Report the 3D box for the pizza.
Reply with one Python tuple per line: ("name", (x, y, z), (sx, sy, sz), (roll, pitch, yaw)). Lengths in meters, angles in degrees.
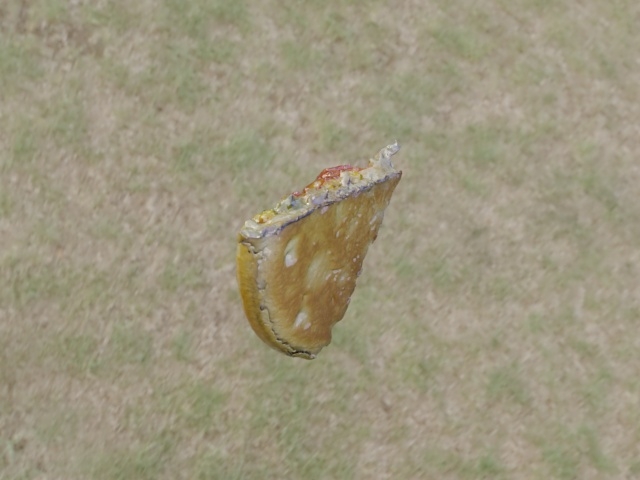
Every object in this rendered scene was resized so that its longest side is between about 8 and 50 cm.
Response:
("pizza", (-0.008, 0.013, 0.517), (0.029, 0.099, 0.100), (31, 41, 28))
